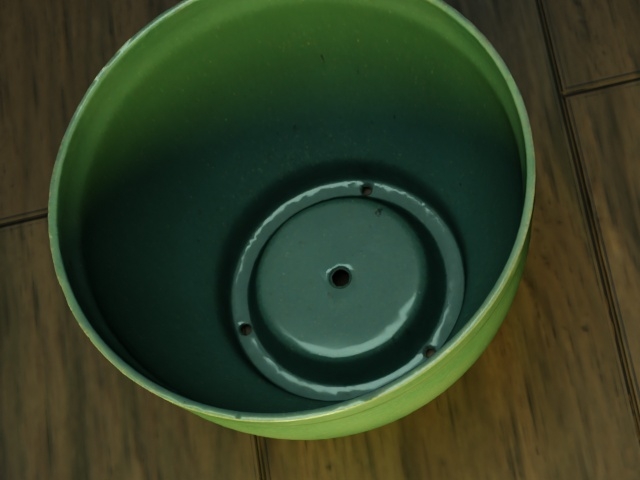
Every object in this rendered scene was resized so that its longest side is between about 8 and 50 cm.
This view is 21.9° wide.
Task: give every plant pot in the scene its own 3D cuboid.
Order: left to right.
[{"bbox_3d":[0.000,0.000,1.053,0.293,0.196,0.293,-5,67,12],"label":"plant pot"}]
